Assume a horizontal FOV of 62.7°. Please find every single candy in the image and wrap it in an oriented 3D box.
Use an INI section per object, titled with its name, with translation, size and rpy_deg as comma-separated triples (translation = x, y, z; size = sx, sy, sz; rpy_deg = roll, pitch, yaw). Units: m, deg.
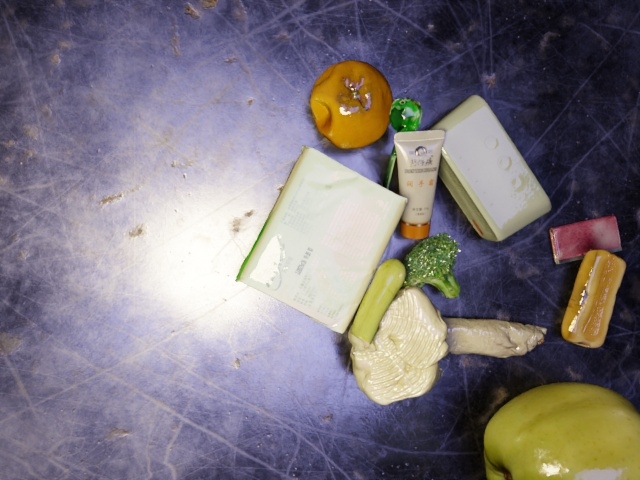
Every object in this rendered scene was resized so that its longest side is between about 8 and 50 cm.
[candy]
translation = 0.214, -0.247, 1.501
size = 0.097, 0.097, 0.323
rpy_deg = 7, 121, -9

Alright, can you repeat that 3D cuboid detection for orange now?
[orange]
translation = 0.098, -0.388, 1.481
size = 0.249, 0.183, 0.248
rpy_deg = 0, 90, -9

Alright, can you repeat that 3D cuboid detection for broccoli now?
[broccoli]
translation = 0.334, 0.095, 1.521
size = 0.220, 0.194, 0.194
rpy_deg = -34, 95, 21

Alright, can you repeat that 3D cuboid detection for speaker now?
[speaker]
translation = 0.473, -0.202, 1.545
size = 0.184, 0.183, 0.406
rpy_deg = -35, 95, -3

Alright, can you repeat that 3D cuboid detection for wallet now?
[wallet]
translation = 0.847, -0.004, 1.677
size = 0.232, 0.025, 0.119
rpy_deg = -11, 90, -10

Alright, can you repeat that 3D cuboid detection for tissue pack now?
[tissue pack]
translation = 0.000, 0.000, 1.449
size = 0.332, 0.205, 0.404
rpy_deg = 27, 86, -8

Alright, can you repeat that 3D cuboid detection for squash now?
[squash]
translation = 0.152, 0.157, 1.390
size = 0.083, 0.083, 0.250
rpy_deg = 32, 71, -7

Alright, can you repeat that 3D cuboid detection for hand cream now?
[hand cream]
translation = 0.281, -0.161, 1.492
size = 0.140, 0.089, 0.314
rpy_deg = -7, 116, -1

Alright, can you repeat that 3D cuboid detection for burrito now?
[burrito]
translation = 0.492, 0.293, 1.592
size = 0.392, 0.076, 0.117
rpy_deg = 6, 97, -7

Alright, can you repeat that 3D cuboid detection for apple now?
[apple]
translation = 0.688, 0.622, 1.437
size = 0.474, 0.473, 0.473
rpy_deg = 0, 89, -9

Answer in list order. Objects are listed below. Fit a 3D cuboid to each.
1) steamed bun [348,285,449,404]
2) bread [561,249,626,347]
[steamed bun]
translation = 0.223, 0.297, 1.484
size = 0.275, 0.206, 0.320
rpy_deg = 40, 89, 10
[bread]
translation = 0.844, 0.180, 1.635
size = 0.142, 0.091, 0.305
rpy_deg = 17, 91, -15
